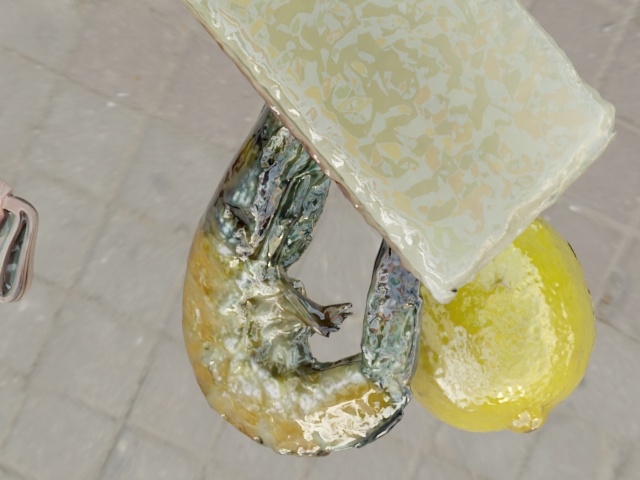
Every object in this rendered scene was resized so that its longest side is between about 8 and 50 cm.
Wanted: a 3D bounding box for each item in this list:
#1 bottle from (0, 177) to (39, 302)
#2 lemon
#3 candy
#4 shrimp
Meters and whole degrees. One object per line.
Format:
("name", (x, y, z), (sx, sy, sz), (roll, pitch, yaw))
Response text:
("bottle", (-0.369, 0.042, 1.240), (0.206, 0.173, 0.297), (42, 90, -1))
("lemon", (0.187, 0.082, 1.822), (0.260, 0.260, 0.284), (-47, 69, 3))
("candy", (0.046, -0.132, 1.104), (0.179, 0.135, 0.321), (-40, 97, 0))
("shrimp", (0.000, 0.000, 1.392), (0.272, 0.085, 0.445), (34, 120, 32))
